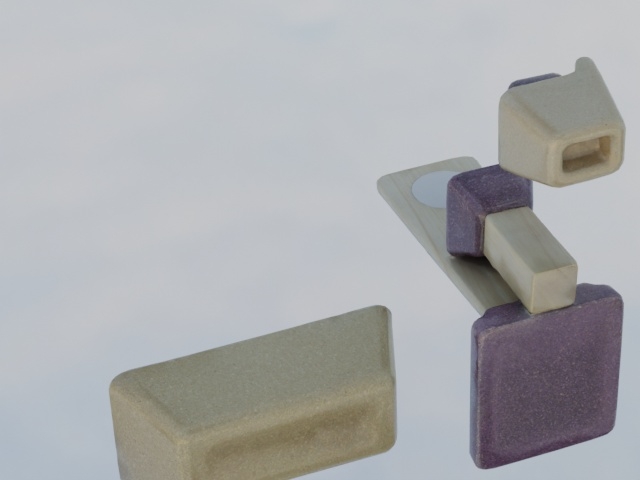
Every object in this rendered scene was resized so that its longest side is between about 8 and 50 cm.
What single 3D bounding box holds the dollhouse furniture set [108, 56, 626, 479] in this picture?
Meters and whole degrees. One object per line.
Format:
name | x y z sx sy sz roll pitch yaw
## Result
dollhouse furniture set | 0.000 0.000 0.449 0.114 0.091 0.081 -14 -143 -16
